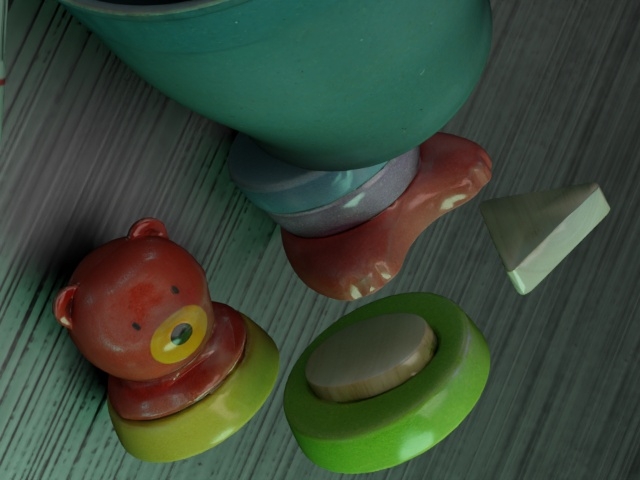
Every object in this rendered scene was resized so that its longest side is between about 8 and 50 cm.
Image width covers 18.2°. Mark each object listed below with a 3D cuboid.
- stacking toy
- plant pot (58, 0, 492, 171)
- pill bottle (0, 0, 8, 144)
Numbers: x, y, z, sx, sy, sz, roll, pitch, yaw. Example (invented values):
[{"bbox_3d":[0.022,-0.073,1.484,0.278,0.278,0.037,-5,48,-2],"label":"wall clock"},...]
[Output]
[{"bbox_3d":[0.000,0.000,1.263,0.309,0.279,0.130,-50,126,-26],"label":"stacking toy"},{"bbox_3d":[-0.018,-0.180,1.194,0.272,0.271,0.255,-60,148,-15],"label":"plant pot"},{"bbox_3d":[-0.271,-0.237,1.032,0.229,0.229,0.408,-2,98,-39],"label":"pill bottle"}]
